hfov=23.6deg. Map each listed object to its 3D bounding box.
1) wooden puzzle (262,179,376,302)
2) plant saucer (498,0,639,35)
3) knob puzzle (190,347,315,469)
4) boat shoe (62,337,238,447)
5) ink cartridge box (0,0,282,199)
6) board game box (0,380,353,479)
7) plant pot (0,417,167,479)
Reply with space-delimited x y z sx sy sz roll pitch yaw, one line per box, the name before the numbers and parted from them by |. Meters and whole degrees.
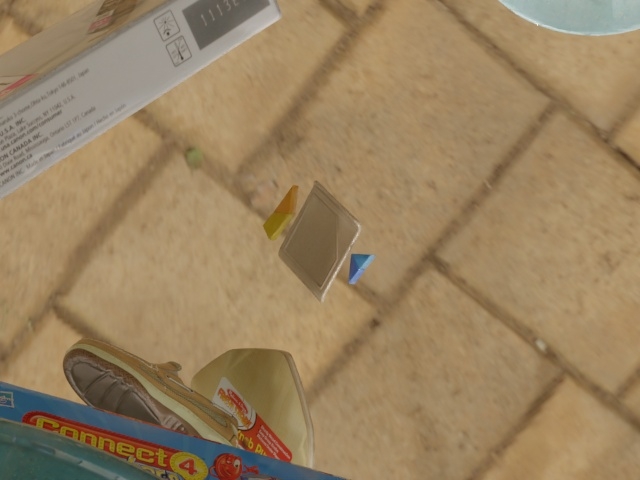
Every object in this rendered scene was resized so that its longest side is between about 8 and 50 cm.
wooden puzzle | 0.000 0.000 1.154 0.014 0.116 0.078 8 123 -39
plant saucer | 0.203 -0.241 1.139 0.195 0.037 0.195 8 136 8
knob puzzle | -0.060 0.186 1.448 0.030 0.213 0.213 0 108 -43
boat shoe | -0.150 0.138 1.385 0.068 0.072 0.190 -25 124 38
ink cartridge box | -0.199 -0.116 1.090 0.275 0.239 0.060 -38 117 -31
board game box | -0.137 0.270 1.063 0.302 0.086 0.308 18 121 -13
plant pot | -0.149 0.271 0.791 0.271 0.271 0.255 38 61 -15
